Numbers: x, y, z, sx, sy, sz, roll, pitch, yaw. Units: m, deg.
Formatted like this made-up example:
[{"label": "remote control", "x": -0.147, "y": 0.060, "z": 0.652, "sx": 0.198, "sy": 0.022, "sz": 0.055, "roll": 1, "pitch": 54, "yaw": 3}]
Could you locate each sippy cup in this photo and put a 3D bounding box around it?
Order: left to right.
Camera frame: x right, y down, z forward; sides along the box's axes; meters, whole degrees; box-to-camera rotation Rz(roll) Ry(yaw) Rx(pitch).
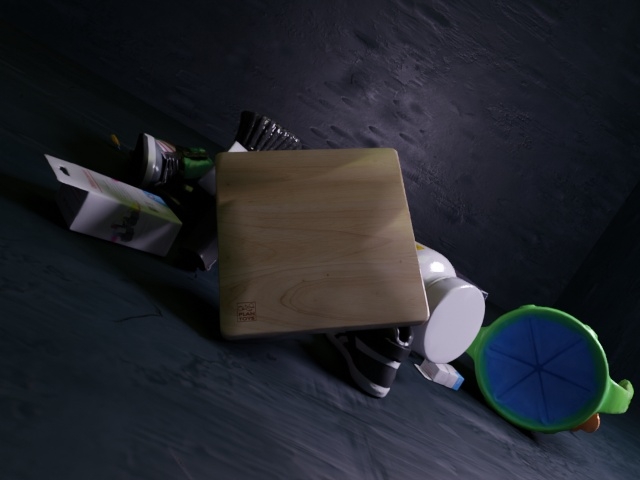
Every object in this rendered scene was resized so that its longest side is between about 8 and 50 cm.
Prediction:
[{"label": "sippy cup", "x": 0.446, "y": 0.246, "z": 1.042, "sx": 0.306, "sy": 0.240, "sz": 0.224, "roll": 58, "pitch": 16, "yaw": 14}]

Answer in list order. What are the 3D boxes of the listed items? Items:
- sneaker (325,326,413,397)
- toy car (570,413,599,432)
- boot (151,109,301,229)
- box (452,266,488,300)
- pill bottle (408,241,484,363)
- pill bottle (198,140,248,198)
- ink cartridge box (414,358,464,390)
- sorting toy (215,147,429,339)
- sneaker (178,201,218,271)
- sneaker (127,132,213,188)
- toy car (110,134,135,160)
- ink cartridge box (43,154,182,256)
[{"label": "sneaker", "x": 0.081, "y": 0.136, "z": 0.792, "sx": 0.079, "sy": 0.121, "sz": 0.217, "roll": 28, "pitch": 9, "yaw": -24}, {"label": "toy car", "x": 0.581, "y": 0.333, "z": 1.203, "sx": 0.219, "sy": 0.210, "sz": 0.238, "roll": 9, "pitch": 33, "yaw": -41}, {"label": "boot", "x": -0.183, "y": -0.150, "z": 1.050, "sx": 0.131, "sy": 0.260, "sz": 0.348, "roll": 33, "pitch": 8, "yaw": 13}, {"label": "box", "x": 0.333, "y": 0.147, "z": 1.474, "sx": 0.165, "sy": 0.143, "sz": 0.270, "roll": 19, "pitch": 11, "yaw": -13}, {"label": "pill bottle", "x": 0.124, "y": 0.081, "z": 0.934, "sx": 0.188, "sy": 0.188, "sz": 0.334, "roll": 24, "pitch": 5, "yaw": -39}, {"label": "pill bottle", "x": -0.104, "y": -0.066, "z": 0.928, "sx": 0.229, "sy": 0.131, "sz": 0.131, "roll": 42, "pitch": 5, "yaw": -18}, {"label": "ink cartridge box", "x": 0.224, "y": 0.248, "z": 0.957, "sx": 0.083, "sy": 0.028, "sz": 0.048, "roll": 26, "pitch": 9, "yaw": -26}, {"label": "sorting toy", "x": -0.009, "y": 0.007, "z": 0.696, "sx": 0.257, "sy": 0.256, "sz": 0.089, "roll": -3, "pitch": -24, "yaw": -8}, {"label": "sneaker", "x": -0.184, "y": 0.001, "z": 0.839, "sx": 0.083, "sy": 0.118, "sz": 0.222, "roll": 39, "pitch": -21, "yaw": -1}, {"label": "sneaker", "x": -0.318, "y": -0.151, "z": 1.104, "sx": 0.178, "sy": 0.124, "sz": 0.295, "roll": 17, "pitch": 12, "yaw": -24}, {"label": "toy car", "x": -0.461, "y": -0.228, "z": 1.252, "sx": 0.122, "sy": 0.060, "sz": 0.040, "roll": 42, "pitch": -19, "yaw": 25}, {"label": "ink cartridge box", "x": -0.302, "y": -0.047, "z": 0.717, "sx": 0.181, "sy": 0.062, "sz": 0.104, "roll": 23, "pitch": 11, "yaw": -45}]
